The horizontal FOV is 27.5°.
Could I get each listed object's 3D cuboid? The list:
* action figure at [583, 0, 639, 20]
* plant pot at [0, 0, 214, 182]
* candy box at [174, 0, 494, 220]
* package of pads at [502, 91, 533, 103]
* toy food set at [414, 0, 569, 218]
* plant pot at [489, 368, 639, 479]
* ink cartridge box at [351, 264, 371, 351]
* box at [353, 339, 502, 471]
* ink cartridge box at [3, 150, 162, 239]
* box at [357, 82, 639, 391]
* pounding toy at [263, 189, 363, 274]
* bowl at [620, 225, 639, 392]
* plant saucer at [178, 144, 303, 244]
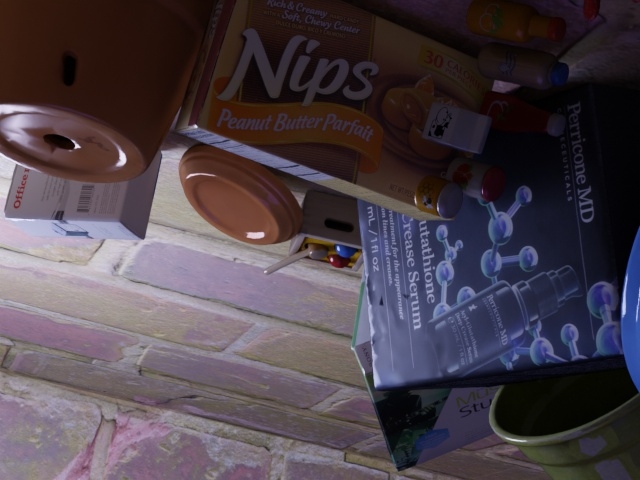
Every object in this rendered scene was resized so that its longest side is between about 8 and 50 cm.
[{"bbox_3d":[0.175,-0.256,1.177,0.280,0.139,0.091,26,153,-31],"label":"action figure"},{"bbox_3d":[-0.266,-0.195,1.433,0.290,0.204,0.291,10,159,4],"label":"plant pot"},{"bbox_3d":[0.021,-0.154,1.416,0.316,0.183,0.087,19,173,-21],"label":"candy box"},{"bbox_3d":[0.213,-0.149,1.568,0.050,0.032,0.083,17,159,-30],"label":"package of pads"},{"bbox_3d":[0.189,-0.125,1.360,0.104,0.232,0.111,18,-179,38],"label":"toy food set"},{"bbox_3d":[0.395,0.261,1.647,0.276,0.276,0.254,-16,113,49],"label":"plant pot"},{"bbox_3d":[0.181,0.122,2.031,0.121,0.211,0.289,-5,154,32],"label":"ink cartridge box"},{"bbox_3d":[0.187,0.209,1.897,0.232,0.058,0.322,-22,143,-2],"label":"box"},{"bbox_3d":[-0.335,-0.079,1.851,0.190,0.140,0.082,1,159,23],"label":"ink cartridge box"},{"bbox_3d":[0.251,0.014,1.545,0.212,0.294,0.395,3,167,-40],"label":"box"},{"bbox_3d":[0.000,0.000,1.956,0.141,0.100,0.130,12,159,-7],"label":"pounding toy"},{"bbox_3d":[0.457,0.027,1.343,0.391,0.391,0.077,30,179,-42],"label":"bowl"},{"bbox_3d":[-0.120,-0.056,1.866,0.200,0.037,0.200,23,152,13],"label":"plant saucer"}]
